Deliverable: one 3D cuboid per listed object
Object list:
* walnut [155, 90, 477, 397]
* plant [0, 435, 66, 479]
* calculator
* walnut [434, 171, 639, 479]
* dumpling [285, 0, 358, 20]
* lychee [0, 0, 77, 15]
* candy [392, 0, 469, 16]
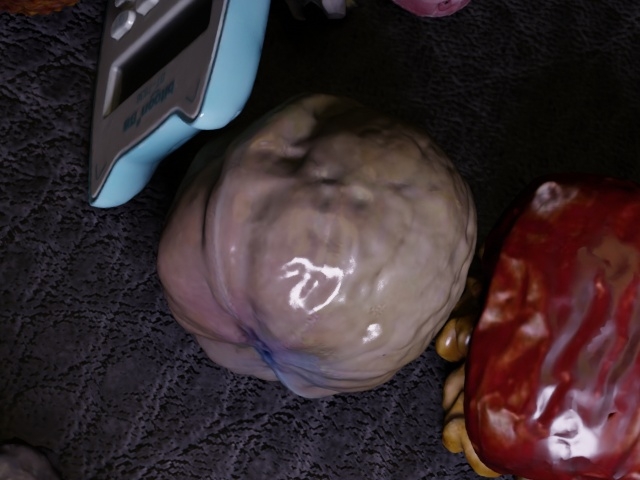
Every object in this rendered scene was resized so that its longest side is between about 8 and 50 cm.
[{"bbox_3d":[-0.001,-0.001,1.337,0.248,0.248,0.248,5,64,-10],"label":"walnut"},{"bbox_3d":[-0.263,0.228,1.182,0.213,0.215,0.312,-34,74,-21],"label":"plant"},{"bbox_3d":[-0.111,-0.227,1.415,0.054,0.256,0.386,15,63,-29],"label":"calculator"},{"bbox_3d":[0.197,0.090,1.367,0.244,0.222,0.269,8,68,27],"label":"walnut"},{"bbox_3d":[-0.004,-0.338,1.515,0.163,0.204,0.293,-1,58,-29],"label":"dumpling"},{"bbox_3d":[-0.246,-0.285,1.444,0.194,0.194,0.194,5,64,-10],"label":"lychee"},{"bbox_3d":[0.101,-0.257,1.587,0.103,0.043,0.103,5,64,-10],"label":"candy"}]
